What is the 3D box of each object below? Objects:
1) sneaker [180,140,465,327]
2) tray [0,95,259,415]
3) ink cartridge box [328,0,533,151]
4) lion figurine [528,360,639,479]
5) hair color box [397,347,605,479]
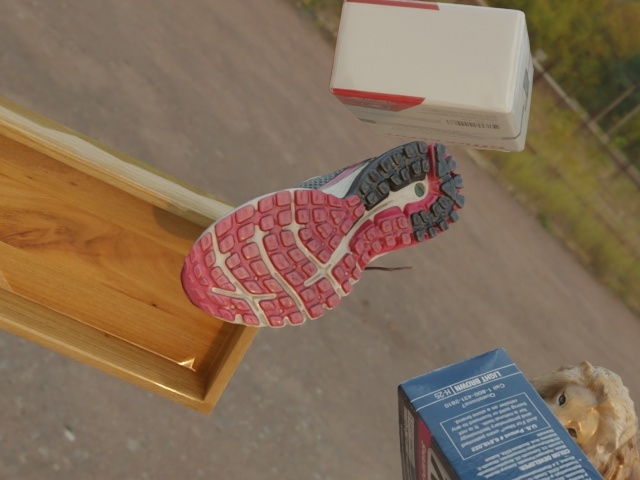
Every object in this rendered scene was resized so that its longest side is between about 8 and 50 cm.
[{"bbox_3d":[0.000,0.000,1.103,0.112,0.299,0.121,-12,-81,58],"label":"sneaker"},{"bbox_3d":[-0.250,0.002,1.166,0.411,0.203,0.076,26,19,-13],"label":"tray"},{"bbox_3d":[0.139,-0.186,1.349,0.197,0.114,0.273,8,-3,13],"label":"ink cartridge box"},{"bbox_3d":[0.283,0.325,1.201,0.392,0.240,0.142,60,33,0],"label":"lion figurine"},{"bbox_3d":[0.176,0.262,0.893,0.347,0.105,0.174,-124,-159,-50],"label":"hair color box"}]
